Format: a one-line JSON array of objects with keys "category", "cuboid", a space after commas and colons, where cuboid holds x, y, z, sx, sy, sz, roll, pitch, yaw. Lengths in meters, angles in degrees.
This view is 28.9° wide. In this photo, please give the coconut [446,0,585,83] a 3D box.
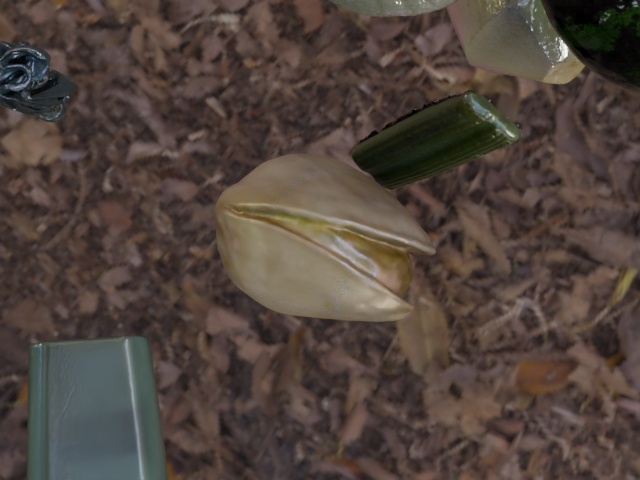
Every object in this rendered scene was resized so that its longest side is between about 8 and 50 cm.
[{"category": "coconut", "cuboid": [0.309, -0.338, 1.750, 0.259, 0.259, 0.259, 14, 130, 18]}]

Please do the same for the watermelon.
[{"category": "watermelon", "cuboid": [0.336, -0.274, 1.198, 0.269, 0.269, 0.269, 14, 130, 18]}]

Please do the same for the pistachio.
[{"category": "pistachio", "cuboid": [0.000, 0.000, 1.721, 0.321, 0.238, 0.229, 20, 89, 20]}]

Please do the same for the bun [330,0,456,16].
[{"category": "bun", "cuboid": [0.065, -0.432, 1.396, 0.365, 0.219, 0.365, 5, 101, 26]}]

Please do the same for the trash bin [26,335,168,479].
[{"category": "trash bin", "cuboid": [-0.240, 0.291, 1.384, 0.158, 0.344, 0.223, -2, 166, -7]}]

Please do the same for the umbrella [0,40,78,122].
[{"category": "umbrella", "cuboid": [-0.434, -0.232, 1.806, 0.143, 0.349, 0.094, 26, 88, 6]}]

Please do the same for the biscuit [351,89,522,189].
[{"category": "biscuit", "cuboid": [0.140, -0.127, 1.652, 0.099, 0.038, 0.322, 41, 154, -16]}]
